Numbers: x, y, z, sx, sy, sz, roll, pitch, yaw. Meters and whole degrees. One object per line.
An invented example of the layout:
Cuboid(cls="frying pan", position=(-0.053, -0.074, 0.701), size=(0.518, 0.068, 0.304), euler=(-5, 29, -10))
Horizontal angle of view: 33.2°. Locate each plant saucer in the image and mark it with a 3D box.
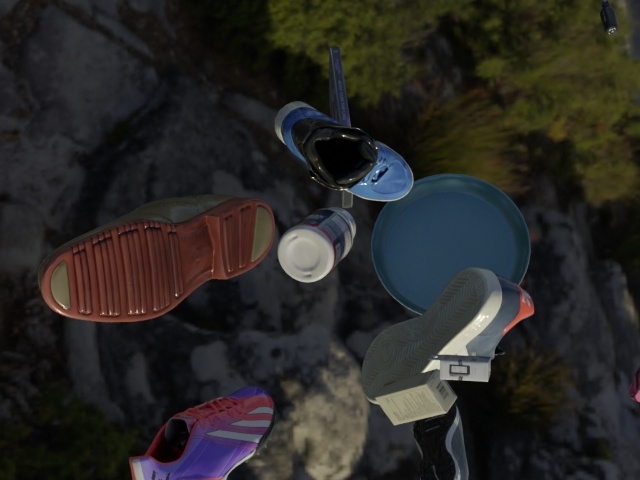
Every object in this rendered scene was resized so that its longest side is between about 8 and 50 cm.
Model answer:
Cuboid(cls="plant saucer", position=(0.262, 0.016, 2.168), size=(0.044, 0.317, 0.318), euler=(74, 18, -67))

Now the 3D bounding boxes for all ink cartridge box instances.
Cuboid(cls="ink cartridge box", position=(0.192, 0.176, 1.489), size=(0.048, 0.083, 0.028), euler=(-14, 105, -77))

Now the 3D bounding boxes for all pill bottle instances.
Cuboid(cls="pill bottle", position=(0.000, 0.000, 1.993), size=(0.180, 0.108, 0.108), euler=(-41, 118, -64))

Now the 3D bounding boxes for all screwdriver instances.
Cuboid(cls="screwdriver", position=(0.428, -0.368, 1.622), size=(0.025, 0.024, 0.170), euler=(97, -4, -51))

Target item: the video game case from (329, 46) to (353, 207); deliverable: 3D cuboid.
Cuboid(cls="video game case", position=(0.043, -0.234, 2.237), size=(0.196, 0.026, 0.274), euler=(90, -5, -60))

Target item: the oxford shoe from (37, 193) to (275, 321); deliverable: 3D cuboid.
Cuboid(cls="oxford shoe", position=(-0.219, 0.016, 1.346), size=(0.348, 0.130, 0.123), euler=(-15, 113, -46))

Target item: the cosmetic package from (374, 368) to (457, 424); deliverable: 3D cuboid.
Cuboid(cls="cosmetic package", position=(0.146, 0.241, 1.650), size=(0.060, 0.115, 0.041), euler=(56, 46, -12))

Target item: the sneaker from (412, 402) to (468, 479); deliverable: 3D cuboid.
Cuboid(cls="sneaker", position=(0.260, 0.449, 2.264), size=(0.108, 0.100, 0.272), euler=(54, 26, -33))

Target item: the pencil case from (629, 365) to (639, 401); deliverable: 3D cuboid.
Cuboid(cls="pencil case", position=(0.572, 0.237, 1.597), size=(0.098, 0.209, 0.095), euler=(-59, 170, -12))

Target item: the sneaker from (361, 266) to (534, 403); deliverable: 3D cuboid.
Cuboid(cls="sneaker", position=(0.212, 0.177, 1.781), size=(0.148, 0.350, 0.131), euler=(14, 51, -35))

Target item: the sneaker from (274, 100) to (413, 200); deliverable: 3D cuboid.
Cuboid(cls="sneaker", position=(0.034, -0.065, 0.943), size=(0.152, 0.058, 0.084), euler=(31, 10, -32))

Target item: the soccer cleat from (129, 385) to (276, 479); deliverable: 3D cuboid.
Cuboid(cls="soccer cleat", position=(-0.156, 0.270, 1.488), size=(0.318, 0.108, 0.116), euler=(-46, 120, -57))
